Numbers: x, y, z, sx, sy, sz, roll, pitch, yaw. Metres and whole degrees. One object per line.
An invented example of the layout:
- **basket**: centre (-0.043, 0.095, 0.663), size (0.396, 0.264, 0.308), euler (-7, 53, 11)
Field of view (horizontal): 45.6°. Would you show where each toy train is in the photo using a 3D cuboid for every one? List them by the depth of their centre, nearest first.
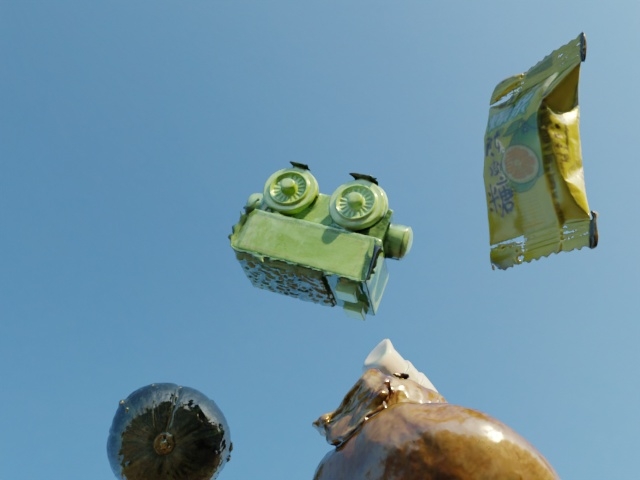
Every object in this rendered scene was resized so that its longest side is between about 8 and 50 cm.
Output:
- **toy train**: centre (0.000, 0.000, 1.181), size (0.159, 0.272, 0.188), euler (71, -144, -59)

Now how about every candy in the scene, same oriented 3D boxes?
- **candy**: centre (0.295, -0.116, 1.040), size (0.081, 0.187, 0.297), euler (15, -111, -30)

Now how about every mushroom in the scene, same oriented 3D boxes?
- **mushroom**: centre (0.100, 0.266, 0.774), size (0.195, 0.283, 0.263), euler (-12, -39, -35)

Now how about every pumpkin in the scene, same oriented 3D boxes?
- **pumpkin**: centre (-0.235, 0.313, 1.184), size (0.190, 0.190, 0.146), euler (-47, -17, -1)

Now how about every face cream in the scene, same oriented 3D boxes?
- **face cream**: centre (0.199, 0.336, 1.380), size (0.102, 0.102, 0.345), euler (-40, -81, -5)
